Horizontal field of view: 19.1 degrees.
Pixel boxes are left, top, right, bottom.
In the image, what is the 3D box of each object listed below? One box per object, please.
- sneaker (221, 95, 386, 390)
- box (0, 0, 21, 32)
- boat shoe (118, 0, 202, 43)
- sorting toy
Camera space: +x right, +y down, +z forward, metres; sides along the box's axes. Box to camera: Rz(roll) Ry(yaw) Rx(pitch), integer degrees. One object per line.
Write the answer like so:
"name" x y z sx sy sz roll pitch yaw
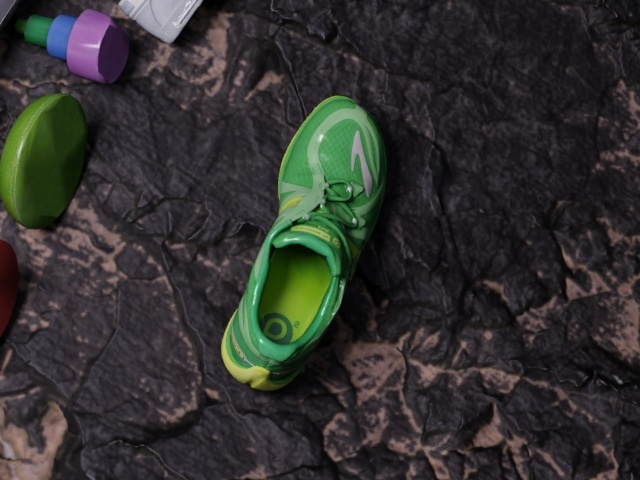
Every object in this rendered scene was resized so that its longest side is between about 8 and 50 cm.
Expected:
"sneaker" 0.000 0.000 1.777 0.109 0.123 0.295 22 72 -10
"box" -0.414 -0.228 1.733 0.242 0.076 0.307 31 71 -8
"boat shoe" -0.098 -0.283 1.845 0.081 0.079 0.227 43 76 -10
"sorting toy" -0.305 -0.065 1.733 0.126 0.127 0.365 16 68 19
